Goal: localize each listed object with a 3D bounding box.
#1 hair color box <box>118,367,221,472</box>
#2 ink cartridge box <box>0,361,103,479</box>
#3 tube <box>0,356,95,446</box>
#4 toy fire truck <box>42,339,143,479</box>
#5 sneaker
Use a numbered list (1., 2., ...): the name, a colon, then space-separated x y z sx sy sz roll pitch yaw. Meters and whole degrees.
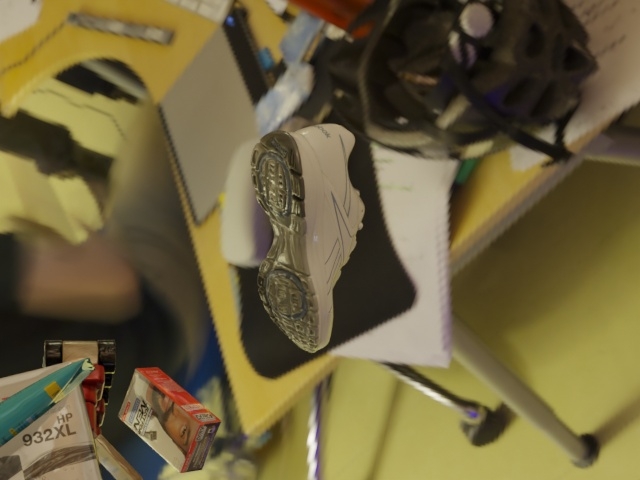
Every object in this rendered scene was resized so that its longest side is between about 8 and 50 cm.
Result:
1. hair color box: -0.240 0.281 1.896 0.167 0.053 0.093 32 108 34
2. ink cartridge box: -0.418 0.343 1.678 0.129 0.223 0.307 134 122 -77
3. tube: -0.372 0.210 1.497 0.207 0.052 0.080 -35 -6 -14
4. toy fire truck: -0.390 0.312 2.031 0.217 0.159 0.246 116 152 -57
5. sneaker: 0.000 0.000 1.418 0.111 0.129 0.297 29 130 39
